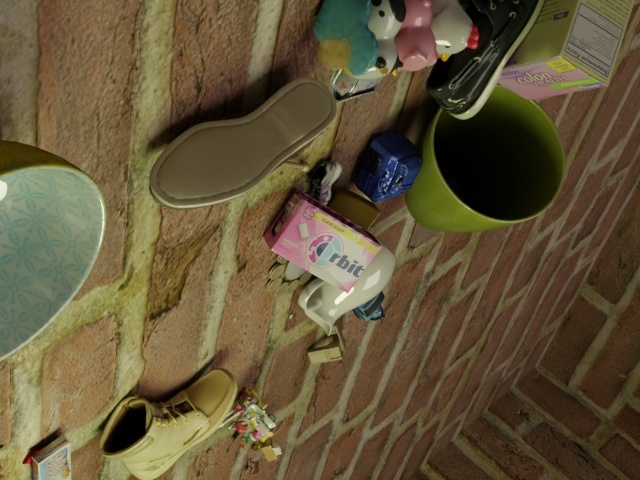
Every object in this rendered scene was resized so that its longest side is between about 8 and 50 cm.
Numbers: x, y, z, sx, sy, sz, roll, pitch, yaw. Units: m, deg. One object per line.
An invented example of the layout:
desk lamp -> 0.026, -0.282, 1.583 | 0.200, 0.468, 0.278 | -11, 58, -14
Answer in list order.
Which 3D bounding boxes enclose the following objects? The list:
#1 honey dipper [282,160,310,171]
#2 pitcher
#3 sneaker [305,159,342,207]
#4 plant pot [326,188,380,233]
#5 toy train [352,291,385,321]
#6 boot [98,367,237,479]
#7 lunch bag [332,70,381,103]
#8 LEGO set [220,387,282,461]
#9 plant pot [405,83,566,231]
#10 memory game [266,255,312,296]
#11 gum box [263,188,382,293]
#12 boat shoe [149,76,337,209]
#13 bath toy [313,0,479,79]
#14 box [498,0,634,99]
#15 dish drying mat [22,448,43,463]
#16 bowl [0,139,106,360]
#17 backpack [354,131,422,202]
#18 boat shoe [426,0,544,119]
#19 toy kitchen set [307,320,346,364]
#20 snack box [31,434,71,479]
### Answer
honey dipper -> -0.057, -0.127, 1.701 | 0.030, 0.030, 0.161 | -57, 160, 15
pitcher -> 0.047, 0.076, 2.063 | 0.207, 0.125, 0.178 | -46, 158, -4
sneaker -> -0.006, -0.098, 1.827 | 0.069, 0.038, 0.098 | -6, 123, -56
plant pot -> 0.048, -0.051, 1.919 | 0.081, 0.083, 0.081 | -54, -167, 8
toy train -> 0.087, 0.122, 2.231 | 0.080, 0.105, 0.184 | -47, 156, -8
boot -> -0.274, 0.314, 1.889 | 0.262, 0.095, 0.203 | -42, 155, -9
lunch bag -> 0.062, -0.260, 1.685 | 0.071, 0.053, 0.083 | -22, 153, -46
LEGO set -> -0.161, 0.399, 2.189 | 0.107, 0.132, 0.287 | -34, 159, -15
plant pot -> 0.285, -0.126, 2.039 | 0.275, 0.274, 0.293 | -40, 179, -24
memory game -> -0.035, 0.033, 1.995 | 0.186, 0.012, 0.186 | -40, 154, -24
gum box -> 0.000, 0.000, 1.832 | 0.188, 0.062, 0.107 | 30, 102, -27
boat shoe -> -0.117, -0.128, 1.488 | 0.324, 0.116, 0.097 | -36, -178, -31
bath toy -> 0.132, -0.322, 1.623 | 0.348, 0.129, 0.151 | -18, 141, -52
box -> 0.429, -0.390, 1.833 | 0.117, 0.214, 0.242 | 25, 79, -25
dish drying mat -> -0.457, 0.355, 1.722 | 0.032, 0.008, 0.083 | -53, 158, 13
bowl -> -0.391, -0.006, 1.114 | 0.289, 0.156, 0.289 | -40, 155, -23
backpack -> 0.123, -0.126, 1.936 | 0.098, 0.101, 0.120 | -14, 142, -44
boat shoe -> 0.284, -0.386, 1.822 | 0.113, 0.127, 0.340 | 22, 103, -36
toy kitchen set -> 0.011, 0.225, 2.353 | 0.083, 0.075, 0.068 | -75, 149, -64
snack box -> -0.452, 0.392, 1.753 | 0.064, 0.022, 0.178 | -33, 156, -32
